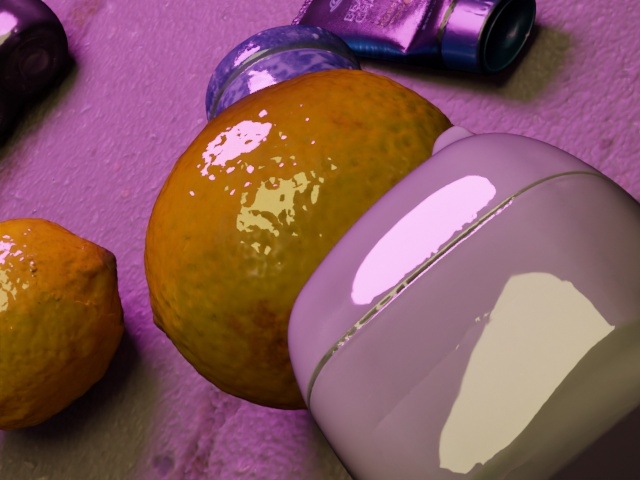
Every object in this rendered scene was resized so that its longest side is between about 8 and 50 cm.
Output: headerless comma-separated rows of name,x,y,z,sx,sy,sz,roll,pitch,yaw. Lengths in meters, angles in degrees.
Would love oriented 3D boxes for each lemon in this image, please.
lemon,0.000,0.002,1.022,0.267,0.267,0.267,-17,53,24
lemon,-0.268,0.075,1.201,0.180,0.180,0.193,28,101,42

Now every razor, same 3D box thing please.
razor,-0.432,-0.238,1.554,0.204,0.113,0.349,-50,47,-2

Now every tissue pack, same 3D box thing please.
tissue pack,0.133,0.091,0.813,0.229,0.333,0.236,-41,48,5

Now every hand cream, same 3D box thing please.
hand cream,0.076,-0.211,1.249,0.270,0.061,0.120,22,79,48

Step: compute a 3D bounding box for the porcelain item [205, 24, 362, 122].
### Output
porcelain item,-0.022,-0.105,1.172,0.147,0.147,0.114,-31,49,13
